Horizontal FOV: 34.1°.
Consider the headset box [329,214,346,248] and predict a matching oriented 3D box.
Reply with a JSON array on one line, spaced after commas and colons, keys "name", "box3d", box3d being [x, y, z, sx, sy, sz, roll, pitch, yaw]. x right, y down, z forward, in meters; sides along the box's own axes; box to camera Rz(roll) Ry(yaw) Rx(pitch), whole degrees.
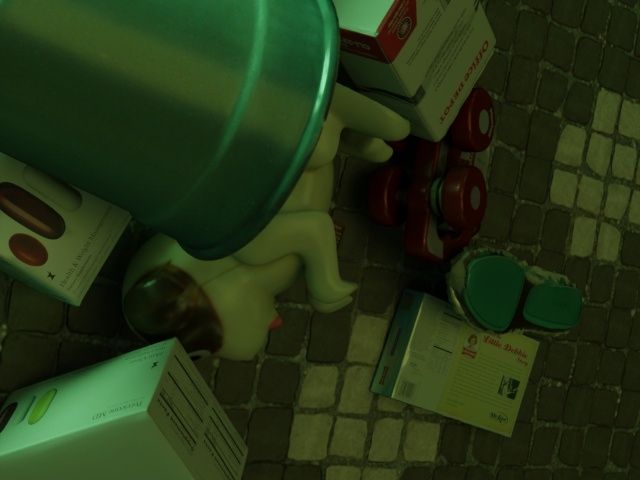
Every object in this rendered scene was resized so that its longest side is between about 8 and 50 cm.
[{"name": "headset box", "box3d": [0.000, 0.000, 1.620, 0.032, 0.062, 0.083, 23, 83, -38]}]

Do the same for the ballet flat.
[{"name": "ballet flat", "box3d": [0.306, 0.094, 1.803, 0.409, 0.147, 0.147, 19, 85, -48]}]

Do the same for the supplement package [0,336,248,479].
[{"name": "supplement package", "box3d": [-0.261, 0.273, 1.319, 0.204, 0.262, 0.145, 61, 20, -26]}]

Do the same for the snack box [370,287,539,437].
[{"name": "snack box", "box3d": [0.245, 0.220, 1.837, 0.322, 0.060, 0.187, 24, 82, -37]}]

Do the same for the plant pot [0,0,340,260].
[{"name": "plant pot", "box3d": [-0.214, -0.187, 1.109, 0.334, 0.341, 0.341, 20, 84, -31]}]

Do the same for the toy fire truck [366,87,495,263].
[{"name": "toy fire truck", "box3d": [0.212, -0.108, 1.704, 0.254, 0.169, 0.302, 22, 73, -56]}]

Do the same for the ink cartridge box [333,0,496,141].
[{"name": "ink cartridge box", "box3d": [0.131, -0.299, 1.498, 0.197, 0.114, 0.273, -59, 145, -13]}]

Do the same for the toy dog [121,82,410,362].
[{"name": "toy dog", "box3d": [-0.112, -0.027, 1.392, 0.395, 0.284, 0.408, 26, 85, -10]}]

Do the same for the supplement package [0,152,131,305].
[{"name": "supplement package", "box3d": [-0.356, -0.059, 1.287, 0.203, 0.149, 0.194, 38, 73, -35]}]
